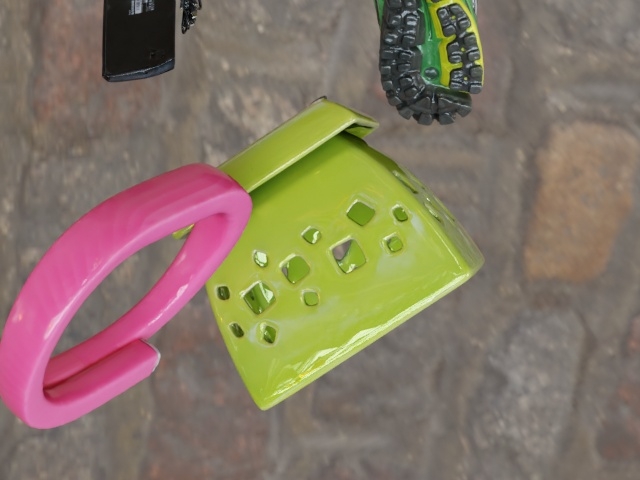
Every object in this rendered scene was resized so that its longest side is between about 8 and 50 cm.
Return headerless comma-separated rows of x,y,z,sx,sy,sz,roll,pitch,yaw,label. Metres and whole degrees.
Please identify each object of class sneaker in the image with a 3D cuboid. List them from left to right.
0.094,-0.297,1.869,0.134,0.146,0.343,-3,121,3,sneaker

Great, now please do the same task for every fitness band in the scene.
-0.155,0.043,1.459,0.054,0.291,0.209,37,120,14,fitness band

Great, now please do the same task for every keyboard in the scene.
-0.158,-0.221,1.768,0.100,0.192,0.038,-10,142,9,keyboard

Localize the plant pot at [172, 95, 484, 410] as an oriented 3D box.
0.000,0.000,1.671,0.228,0.227,0.207,-33,87,8,plant pot
